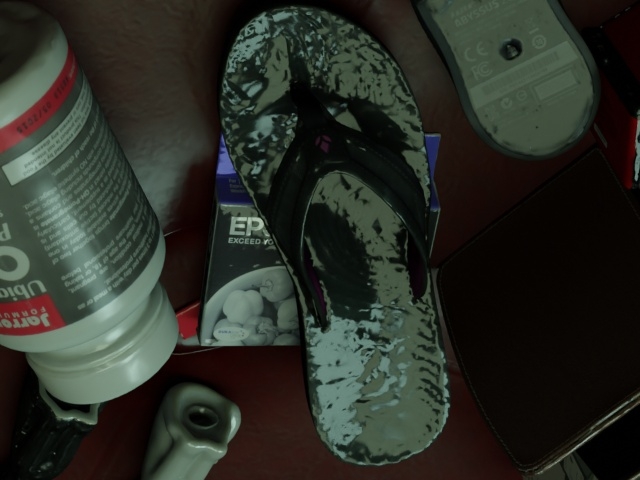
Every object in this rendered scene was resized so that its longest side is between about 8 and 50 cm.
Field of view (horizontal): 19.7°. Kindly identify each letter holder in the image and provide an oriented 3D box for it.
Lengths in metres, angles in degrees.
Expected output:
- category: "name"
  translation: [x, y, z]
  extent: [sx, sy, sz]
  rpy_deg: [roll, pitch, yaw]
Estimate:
- category: "letter holder"
  translation: [0.247, 0.098, 1.634]
  extent: [0.214, 0.302, 0.152]
  rpy_deg: [-37, 124, 12]

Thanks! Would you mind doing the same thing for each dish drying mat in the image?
- category: "dish drying mat"
  translation: [-0.097, 0.062, 1.706]
  extent: [0.083, 0.008, 0.032]
  rpy_deg: [-28, 125, 7]

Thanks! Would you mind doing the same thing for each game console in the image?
- category: "game console"
  translation: [0.283, -0.132, 1.583]
  extent: [0.085, 0.144, 0.124]
  rpy_deg: [-7, 125, -8]

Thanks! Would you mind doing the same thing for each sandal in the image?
- category: "sandal"
  translation: [0.034, 0.005, 1.581]
  extent: [0.167, 0.107, 0.446]
  rpy_deg: [-19, 114, -6]

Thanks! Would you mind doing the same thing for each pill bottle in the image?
- category: "pill bottle"
  translation: [-0.233, -0.022, 1.513]
  extent: [0.176, 0.176, 0.319]
  rpy_deg: [-22, 126, 2]

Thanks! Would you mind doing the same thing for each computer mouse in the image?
- category: "computer mouse"
  translation: [0.153, -0.197, 1.561]
  extent: [0.188, 0.072, 0.272]
  rpy_deg: [-22, 114, 4]

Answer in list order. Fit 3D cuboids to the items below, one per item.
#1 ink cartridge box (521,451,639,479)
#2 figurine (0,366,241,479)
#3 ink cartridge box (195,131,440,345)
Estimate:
- category: "ink cartridge box"
  translation: [0.285, 0.227, 1.749]
  extent: [0.114, 0.273, 0.198]
  rpy_deg: [-6, 124, -10]
- category: "figurine"
  translation: [-0.206, 0.220, 1.749]
  extent: [0.214, 0.092, 0.209]
  rpy_deg: [15, 127, -23]
- category: "ink cartridge box"
  translation: [0.000, 0.000, 1.661]
  extent: [0.206, 0.045, 0.208]
  rpy_deg: [1, 119, -14]
